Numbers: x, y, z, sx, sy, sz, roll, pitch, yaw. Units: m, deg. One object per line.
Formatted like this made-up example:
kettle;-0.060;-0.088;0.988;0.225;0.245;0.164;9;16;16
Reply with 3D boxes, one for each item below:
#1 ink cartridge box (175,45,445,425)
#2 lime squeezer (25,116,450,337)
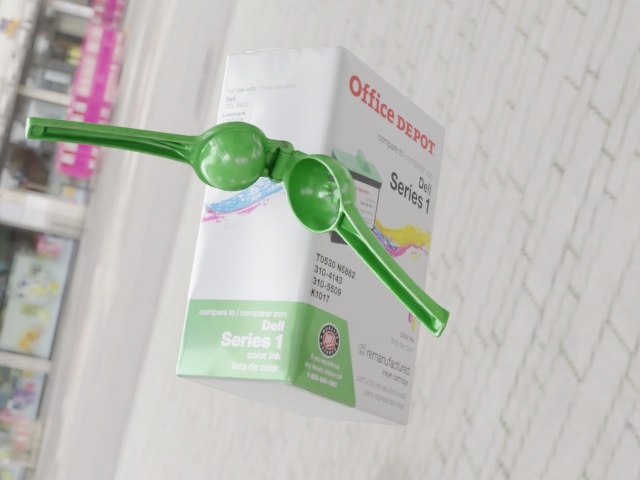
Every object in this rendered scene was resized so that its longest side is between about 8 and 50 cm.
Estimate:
ink cartridge box;0.000;0.000;1.086;0.117;0.201;0.278;0;74;32
lime squeezer;-0.045;-0.031;0.896;0.110;0.310;0.059;-62;-4;-39
